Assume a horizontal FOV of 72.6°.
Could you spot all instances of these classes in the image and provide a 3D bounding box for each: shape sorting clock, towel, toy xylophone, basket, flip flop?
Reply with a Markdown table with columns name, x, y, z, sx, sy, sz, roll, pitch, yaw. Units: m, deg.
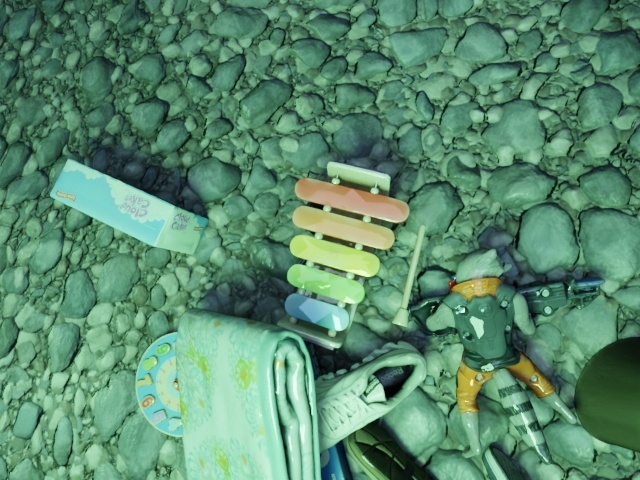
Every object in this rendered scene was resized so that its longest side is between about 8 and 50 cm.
| name | x | y | z | sx | sy | sz | roll | pitch | yaw |
| --- | --- | --- | --- | --- | --- | --- | --- | --- | --- |
| shape sorting clock | -0.286 | 0.290 | 0.884 | 0.206 | 0.040 | 0.206 | -2 | 80 | 11 |
| towel | -0.134 | 0.309 | 0.711 | 0.320 | 0.090 | 0.374 | -2 | 93 | 46 |
| toy xylophone | 0.057 | 0.028 | 0.762 | 0.236 | 0.081 | 0.323 | 8 | 82 | 12 |
| basket | 0.512 | 0.240 | 0.642 | 0.154 | 0.227 | 0.204 | 43 | 90 | 14 |
| flip flop | 0.138 | 0.442 | 0.753 | 0.277 | 0.112 | 0.080 | 45 | 117 | 12 |

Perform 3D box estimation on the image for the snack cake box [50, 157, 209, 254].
| name | x | y | z | sx | sy | sz | roll | pitch | yaw |
| --- | --- | --- | --- | --- | --- | --- | --- | --- | --- |
| snack cake box | -0.389 | -0.066 | 0.903 | 0.264 | 0.152 | 0.089 | 23 | 86 | 13 |

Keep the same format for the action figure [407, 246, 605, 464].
| name | x | y | z | sx | sy | sz | roll | pitch | yaw |
| --- | --- | --- | --- | --- | --- | --- | --- | --- | --- |
| action figure | 0.328 | 0.162 | 0.721 | 0.341 | 0.178 | 0.330 | -19 | 88 | 11 |

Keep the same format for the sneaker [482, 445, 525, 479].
| name | x | y | z | sx | sy | sz | roll | pitch | yaw |
| --- | --- | --- | --- | --- | --- | --- | --- | --- | --- |
| sneaker | 0.289 | 0.481 | 0.719 | 0.163 | 0.086 | 0.226 | -39 | 54 | 22 |

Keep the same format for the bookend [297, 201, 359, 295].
| name | x | y | z | sx | sy | sz | roll | pitch | yaw |
| --- | --- | --- | --- | --- | --- | --- | --- | --- | --- |
| bookend | 0.000 | 0.000 | 0.859 | 0.157 | 0.072 | 0.156 | 41 | 91 | 15 |

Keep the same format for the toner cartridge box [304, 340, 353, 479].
| name | x | y | z | sx | sy | sz | roll | pitch | yaw |
| --- | --- | --- | --- | --- | --- | --- | --- | --- | --- |
| toner cartridge box | -0.050 | 0.370 | 0.807 | 0.165 | 0.075 | 0.348 | -20 | 78 | 8 |

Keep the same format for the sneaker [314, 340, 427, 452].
| name | x | y | z | sx | sy | sz | roll | pitch | yaw |
| --- | --- | --- | --- | --- | --- | --- | --- | --- | --- |
| sneaker | 0.051 | 0.264 | 0.723 | 0.292 | 0.118 | 0.110 | -32 | 82 | -7 |
